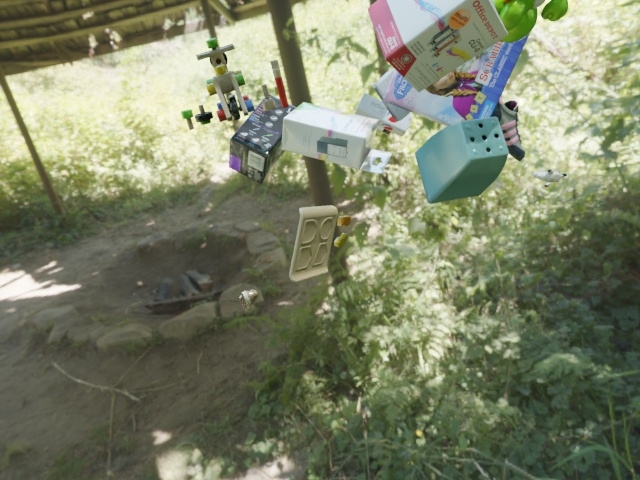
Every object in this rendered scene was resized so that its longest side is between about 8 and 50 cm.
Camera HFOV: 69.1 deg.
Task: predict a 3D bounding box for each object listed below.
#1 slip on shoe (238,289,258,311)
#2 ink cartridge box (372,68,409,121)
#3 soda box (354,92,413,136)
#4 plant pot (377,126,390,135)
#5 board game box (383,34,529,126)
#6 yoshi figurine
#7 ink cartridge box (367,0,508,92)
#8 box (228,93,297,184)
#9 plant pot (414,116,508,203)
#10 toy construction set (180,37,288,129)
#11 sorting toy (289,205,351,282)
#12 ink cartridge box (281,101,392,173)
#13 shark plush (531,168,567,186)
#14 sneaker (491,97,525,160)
[{"bbox_3d":[-0.213,0.174,1.376,0.041,0.051,0.135,-23,-16,-21],"label":"slip on shoe"},{"bbox_3d":[0.276,-0.500,1.508,0.179,0.145,0.045,-42,21,-7],"label":"ink cartridge box"},{"bbox_3d":[0.249,-0.494,1.832,0.216,0.074,0.069,25,-6,-2],"label":"soda box"},{"bbox_3d":[0.271,-0.543,2.075,0.096,0.109,0.109,26,13,22],"label":"plant pot"},{"bbox_3d":[0.393,-0.510,1.377,0.318,0.319,0.066,23,10,6],"label":"board game box"},{"bbox_3d":[0.506,-0.616,1.089,0.362,0.203,0.203,-50,33,-3],"label":"yoshi figurine"},{"bbox_3d":[0.197,-0.372,0.787,0.176,0.127,0.128,-28,-29,30],"label":"ink cartridge box"},{"bbox_3d":[-0.199,-0.365,1.669,0.143,0.165,0.270,27,58,3],"label":"box"},{"bbox_3d":[0.386,-0.222,1.246,0.165,0.166,0.234,-10,-12,-10],"label":"plant pot"},{"bbox_3d":[-0.263,-0.507,1.434,0.308,0.237,0.257,-5,26,17],"label":"toy construction set"},{"bbox_3d":[0.000,0.000,1.514,0.041,0.229,0.307,14,13,30],"label":"sorting toy"},{"bbox_3d":[0.068,-0.352,1.574,0.353,0.119,0.207,16,35,10],"label":"ink cartridge box"},{"bbox_3d":[0.955,-0.276,1.914,0.161,0.073,0.067,-18,25,-18],"label":"shark plush"},{"bbox_3d":[0.621,-0.382,1.535,0.131,0.319,0.112,-46,40,17],"label":"sneaker"}]
